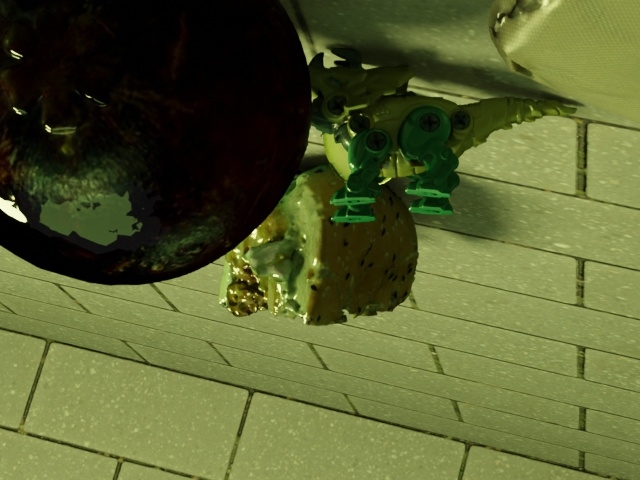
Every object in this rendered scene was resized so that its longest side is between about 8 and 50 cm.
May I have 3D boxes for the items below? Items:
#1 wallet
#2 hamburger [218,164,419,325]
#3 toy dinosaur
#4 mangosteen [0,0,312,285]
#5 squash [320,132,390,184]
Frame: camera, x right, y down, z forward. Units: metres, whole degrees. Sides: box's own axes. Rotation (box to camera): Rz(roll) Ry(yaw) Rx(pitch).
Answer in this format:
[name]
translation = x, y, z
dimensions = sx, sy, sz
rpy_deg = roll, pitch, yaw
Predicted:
[wallet]
translation = 0.271, -0.158, 1.094
dimensions = 0.275, 0.068, 0.335
rpy_deg = 15, 159, -12
[hamburger]
translation = 0.000, 0.000, 1.745
dimensions = 0.168, 0.192, 0.288
rpy_deg = 14, -168, 30
[toy dinosaur]
translation = 0.097, -0.092, 1.383
dimensions = 0.259, 0.153, 0.094
rpy_deg = 5, 166, 6
[mangosteen]
translation = -0.159, -0.110, 1.261
dimensions = 0.330, 0.330, 0.330
rpy_deg = 15, 165, 4
[squash]
translation = 0.048, -0.088, 1.550
dimensions = 0.090, 0.075, 0.200
rpy_deg = -11, 165, 0
